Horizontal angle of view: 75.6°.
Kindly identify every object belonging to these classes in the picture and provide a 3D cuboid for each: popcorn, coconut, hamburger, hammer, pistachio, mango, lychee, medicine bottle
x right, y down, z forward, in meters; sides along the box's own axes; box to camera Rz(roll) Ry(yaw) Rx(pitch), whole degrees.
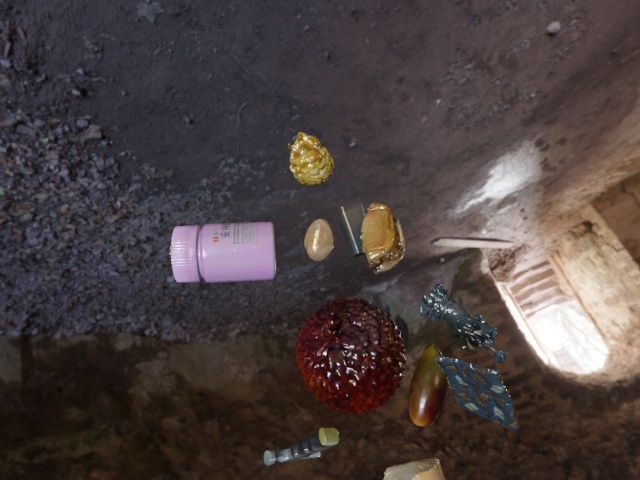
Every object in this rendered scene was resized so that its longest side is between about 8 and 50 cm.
[{"bbox_3d":[-0.036,-0.275,1.409,0.170,0.180,0.180,11,143,-33],"label":"popcorn"},{"bbox_3d":[0.422,1.122,1.769,0.297,0.310,0.297,-9,150,-5],"label":"coconut"},{"bbox_3d":[0.259,-0.011,1.734,0.282,0.245,0.155,-51,145,-9],"label":"hamburger"},{"bbox_3d":[-0.029,0.532,1.067,0.158,0.041,0.226,11,139,-35],"label":"hammer"},{"bbox_3d":[0.000,0.000,1.973,0.145,0.201,0.117,13,-178,19],"label":"pistachio"},{"bbox_3d":[0.344,0.452,1.307,0.111,0.267,0.133,-7,131,35],"label":"mango"},{"bbox_3d":[0.105,0.412,1.534,0.424,0.424,0.500,-24,125,2],"label":"lychee"},{"bbox_3d":[-0.280,0.036,1.233,0.290,0.178,0.178,-2,156,-7],"label":"medicine bottle"}]

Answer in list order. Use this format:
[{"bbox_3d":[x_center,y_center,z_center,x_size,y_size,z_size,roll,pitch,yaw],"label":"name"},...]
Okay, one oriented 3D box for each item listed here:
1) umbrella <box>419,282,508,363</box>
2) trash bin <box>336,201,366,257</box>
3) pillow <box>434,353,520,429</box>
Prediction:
[{"bbox_3d":[0.512,0.304,1.486,0.094,0.349,0.143,-19,143,-42],"label":"umbrella"},{"bbox_3d":[0.176,-0.048,2.033,0.122,0.241,0.164,-15,169,-6],"label":"trash bin"},{"bbox_3d":[0.438,0.420,1.149,0.189,0.256,0.034,3,-140,48],"label":"pillow"}]
